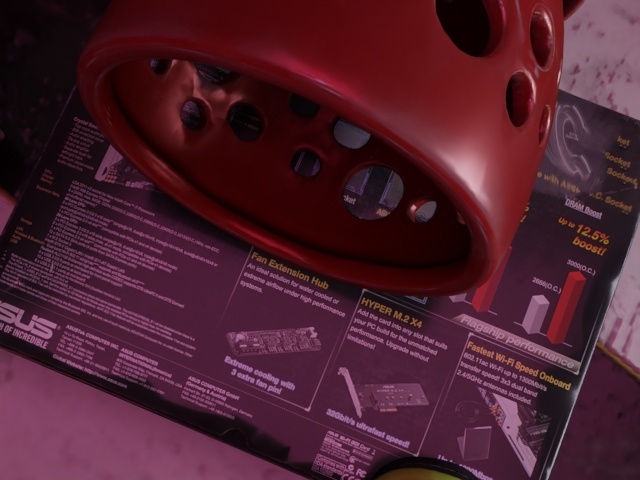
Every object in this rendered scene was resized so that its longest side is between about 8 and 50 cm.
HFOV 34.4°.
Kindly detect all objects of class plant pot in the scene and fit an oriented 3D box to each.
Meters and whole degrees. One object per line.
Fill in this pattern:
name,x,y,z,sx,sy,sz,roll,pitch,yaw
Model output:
plant pot,0.015,-0.093,0.451,0.191,0.191,0.174,22,70,3

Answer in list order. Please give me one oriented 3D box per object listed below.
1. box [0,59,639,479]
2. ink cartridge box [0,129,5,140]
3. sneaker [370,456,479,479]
box,0.000,0.000,0.562,0.307,0.076,0.242,22,78,3
ink cartridge box,-0.328,-0.064,0.560,0.224,0.045,0.223,-41,96,-9
sneaker,0.033,0.212,0.471,0.084,0.097,0.234,2,107,9
